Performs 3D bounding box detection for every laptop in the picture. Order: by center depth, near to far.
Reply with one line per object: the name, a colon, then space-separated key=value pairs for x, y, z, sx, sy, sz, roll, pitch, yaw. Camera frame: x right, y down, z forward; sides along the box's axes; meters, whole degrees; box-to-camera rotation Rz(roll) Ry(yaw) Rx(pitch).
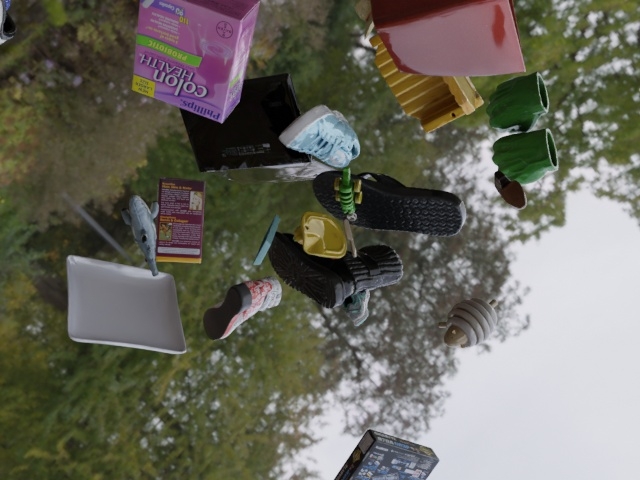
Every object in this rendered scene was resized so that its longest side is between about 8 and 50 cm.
laptop: x=-0.171 y=-0.318 z=2.196 sx=0.381 sy=0.408 sz=0.236 roll=-3 pitch=-152 yaw=24

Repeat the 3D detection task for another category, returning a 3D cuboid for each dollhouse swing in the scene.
dollhouse swing: x=0.297 y=-0.492 z=2.203 sx=0.315 sy=0.347 sz=0.305 roll=-24 pitch=-163 yaw=36

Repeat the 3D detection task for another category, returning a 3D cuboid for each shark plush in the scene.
shark plush: x=-0.352 y=-0.008 z=1.417 sx=0.073 sy=0.161 sz=0.067 roll=-2 pitch=-174 yaw=-13

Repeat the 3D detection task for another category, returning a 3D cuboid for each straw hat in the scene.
straw hat: x=0.115 y=-0.559 z=1.737 sx=0.145 sy=0.061 sz=0.144 roll=-61 pitch=-178 yaw=3

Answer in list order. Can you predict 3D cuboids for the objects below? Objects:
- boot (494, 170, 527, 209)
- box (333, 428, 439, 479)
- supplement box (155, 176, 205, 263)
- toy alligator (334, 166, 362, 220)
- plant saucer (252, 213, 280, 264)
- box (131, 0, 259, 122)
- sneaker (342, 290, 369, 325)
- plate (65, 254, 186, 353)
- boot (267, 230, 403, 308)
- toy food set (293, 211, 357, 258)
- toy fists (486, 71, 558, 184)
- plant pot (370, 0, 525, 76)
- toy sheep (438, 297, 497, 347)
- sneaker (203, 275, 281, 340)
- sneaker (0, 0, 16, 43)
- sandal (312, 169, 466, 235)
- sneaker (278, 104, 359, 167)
boot: x=0.379 y=-0.086 z=1.422 sx=0.042 sy=0.087 sz=0.119 roll=-31 pitch=-130 yaw=11
box: x=0.166 y=0.576 z=1.808 sx=0.175 sy=0.220 sz=0.051 roll=-59 pitch=-150 yaw=13
supplement box: x=-0.321 y=-0.045 z=1.646 sx=0.081 sy=0.104 sz=0.188 roll=-178 pitch=-89 yaw=-74
toy alligator: x=0.062 y=-0.087 z=1.632 sx=0.056 sy=0.190 sz=0.051 roll=7 pitch=-125 yaw=12
plant saucer: x=-0.124 y=-0.002 z=1.700 sx=0.067 sy=0.018 sz=0.192 roll=-60 pitch=-173 yaw=20
box: x=-0.265 y=-0.405 z=1.514 sx=0.117 sy=0.213 sz=0.243 roll=-67 pitch=177 yaw=-50
sneaker: x=0.095 y=0.164 z=2.058 sx=0.065 sy=0.076 sz=0.167 roll=-40 pitch=-157 yaw=21
plate: x=-0.473 y=0.162 z=1.736 sx=0.045 sy=0.277 sz=0.277 roll=-57 pitch=-145 yaw=30
boot: x=0.034 y=0.055 z=2.044 sx=0.260 sy=0.131 sz=0.348 roll=-22 pitch=-136 yaw=-35
toy food set: x=0.000 y=0.000 z=1.889 sx=0.071 sy=0.217 sz=0.128 roll=-30 pitch=-113 yaw=32
toy fists: x=0.482 y=-0.264 z=1.745 sx=0.142 sy=0.096 sz=0.280 roll=-14 pitch=-109 yaw=33
plant pot: x=0.223 y=-0.454 z=1.331 sx=0.235 sy=0.267 sz=0.267 roll=-12 pitch=-111 yaw=19
toy sheep: x=0.268 y=0.144 z=1.291 sx=0.132 sy=0.091 sz=0.091 roll=-41 pitch=-163 yaw=-24
sneaker: x=-0.199 y=0.178 z=1.888 sx=0.144 sy=0.090 sz=0.270 roll=-14 pitch=160 yaw=-36
sneaker: x=-0.613 y=-0.422 z=1.181 sx=0.182 sy=0.315 sz=0.128 roll=-20 pitch=-119 yaw=12
sandal: x=0.194 y=-0.111 z=2.048 sx=0.445 sy=0.168 sz=0.107 roll=14 pitch=-140 yaw=18
sneaker: x=0.022 y=-0.267 z=1.941 sx=0.135 sy=0.150 sz=0.366 roll=-43 pitch=171 yaw=26
